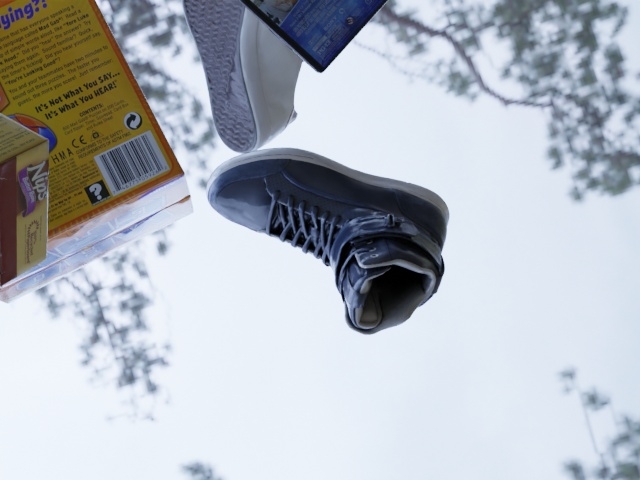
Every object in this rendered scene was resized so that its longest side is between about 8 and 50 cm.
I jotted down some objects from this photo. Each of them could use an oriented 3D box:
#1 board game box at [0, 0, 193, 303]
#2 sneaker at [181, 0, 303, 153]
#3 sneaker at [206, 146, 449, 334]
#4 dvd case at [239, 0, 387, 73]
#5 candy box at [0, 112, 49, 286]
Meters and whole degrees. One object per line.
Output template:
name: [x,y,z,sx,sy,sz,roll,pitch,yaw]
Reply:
board game box: [-0.441,-0.148,1.833,0.356,0.357,0.356,63,173,5]
sneaker: [-0.084,-0.257,1.378,0.123,0.106,0.290,-34,-51,-43]
sneaker: [0.001,-0.001,1.018,0.163,0.226,0.086,-79,-2,-56]
dvd case: [-0.034,-0.307,1.095,0.253,0.180,0.022,41,-174,-10]
candy box: [-0.282,-0.057,0.845,0.053,0.187,0.109,-36,-34,-45]
